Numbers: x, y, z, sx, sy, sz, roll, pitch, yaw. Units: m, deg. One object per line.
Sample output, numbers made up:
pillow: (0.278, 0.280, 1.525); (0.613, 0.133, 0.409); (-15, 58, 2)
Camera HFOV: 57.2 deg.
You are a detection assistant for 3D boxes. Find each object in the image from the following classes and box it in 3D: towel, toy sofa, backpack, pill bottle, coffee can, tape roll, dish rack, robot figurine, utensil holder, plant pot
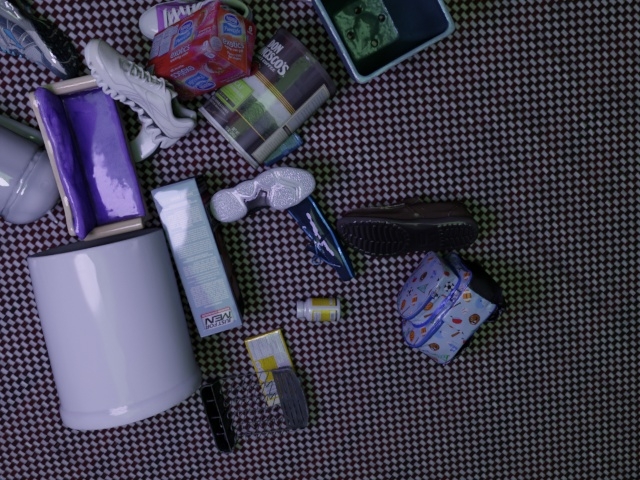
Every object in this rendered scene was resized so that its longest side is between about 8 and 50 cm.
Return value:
towel: (-0.109, -0.247, 1.525); (0.119, 0.029, 0.067); (-33, 100, 1)
toy sofa: (-0.520, -0.189, 1.358); (0.150, 0.177, 0.363); (-13, 100, -1)
backpack: (0.319, 0.174, 1.520); (0.213, 0.276, 0.264); (26, 104, -3)
pill bottle: (-0.006, 0.187, 1.588); (0.116, 0.065, 0.065); (1, 100, -5)
coffee can: (-0.126, -0.337, 1.414); (0.275, 0.201, 0.201); (-44, 100, 1)
tape roll: (-0.494, -0.299, 1.466); (0.219, 0.072, 0.220); (-1, 100, -3)
dish rack: (-0.172, 0.455, 1.598); (0.271, 0.074, 0.209); (-12, 103, 11)
robot figurine: (-0.768, -0.168, 1.385); (0.353, 0.199, 0.300); (30, 56, -24)
utensil holder: (-0.479, 0.188, 1.376); (0.327, 0.327, 0.386); (-11, 98, -2)
plant pot: (0.125, -0.526, 1.381); (0.247, 0.252, 0.248); (-29, 101, 2)

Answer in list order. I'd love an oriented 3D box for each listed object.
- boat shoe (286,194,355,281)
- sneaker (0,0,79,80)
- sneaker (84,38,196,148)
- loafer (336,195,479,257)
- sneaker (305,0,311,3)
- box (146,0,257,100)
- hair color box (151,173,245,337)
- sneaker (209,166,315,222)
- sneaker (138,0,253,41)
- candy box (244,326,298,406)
boat shoe: (0.000, 0.000, 1.552); (0.089, 0.109, 0.258); (-31, 84, 9)
sneaker: (-0.710, -0.486, 1.418); (0.122, 0.110, 0.283); (-40, 98, 21)
sneaker: (-0.399, -0.344, 1.327); (0.118, 0.110, 0.292); (-19, 133, 28)
loafer: (0.225, -0.043, 1.553); (0.365, 0.130, 0.134); (1, 134, 4)
sneaker: (-0.064, -0.640, 1.444); (0.152, 0.058, 0.085); (9, 105, -10)
box: (-0.277, -0.428, 1.349); (0.122, 0.256, 0.128); (21, 70, -44)
hair color box: (-0.299, 0.031, 1.479); (0.113, 0.185, 0.375); (-16, 101, -2)
sneaker: (-0.138, -0.125, 1.477); (0.268, 0.153, 0.101); (-16, 101, 8)
sneaker: (-0.303, -0.537, 1.395); (0.281, 0.161, 0.102); (-7, 100, -2)
candy box: (-0.127, 0.351, 1.626); (0.105, 0.027, 0.206); (-18, 101, -1)
